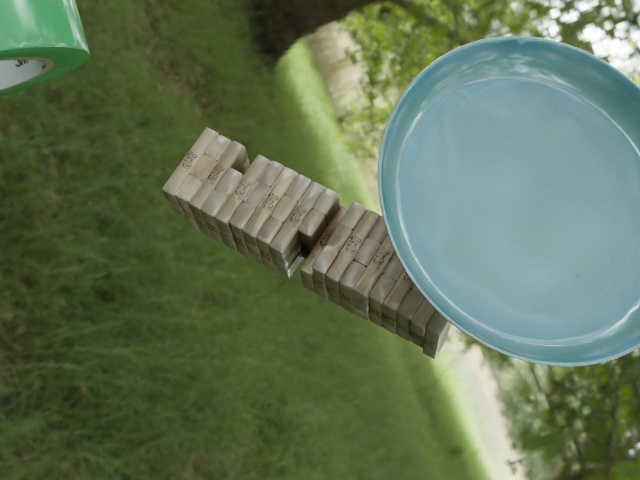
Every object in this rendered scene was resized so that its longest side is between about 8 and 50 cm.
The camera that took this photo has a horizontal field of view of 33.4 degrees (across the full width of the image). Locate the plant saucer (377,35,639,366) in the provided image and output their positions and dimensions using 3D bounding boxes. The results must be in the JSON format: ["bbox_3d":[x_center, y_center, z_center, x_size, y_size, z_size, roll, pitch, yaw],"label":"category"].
[{"bbox_3d":[0.200,-0.037,0.979,0.043,0.318,0.317,128,-55,-68],"label":"plant saucer"}]

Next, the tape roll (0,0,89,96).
[{"bbox_3d":[-0.418,-0.201,1.158,0.321,0.321,0.077,-44,119,-84],"label":"tape roll"}]

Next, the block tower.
[{"bbox_3d":[0.000,0.000,1.150,0.336,0.097,0.091,29,-16,14],"label":"block tower"}]
